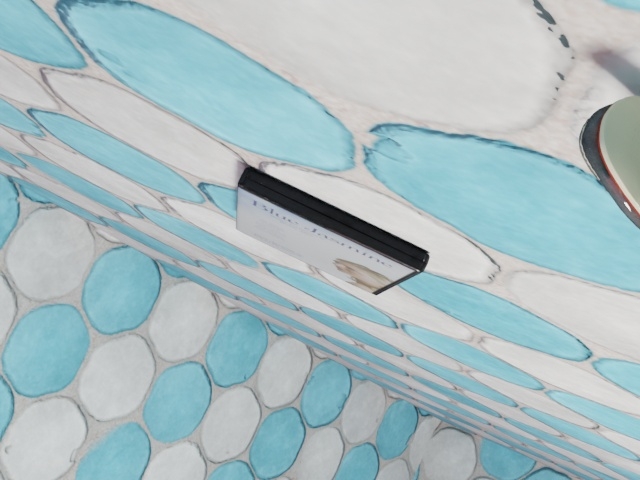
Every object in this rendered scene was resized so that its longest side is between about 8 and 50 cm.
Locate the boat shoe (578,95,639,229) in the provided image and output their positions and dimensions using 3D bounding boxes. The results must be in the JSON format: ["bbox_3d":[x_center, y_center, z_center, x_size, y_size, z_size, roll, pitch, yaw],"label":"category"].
[{"bbox_3d":[0.150,-0.017,0.378,0.137,0.049,0.043,26,174,-31],"label":"boat shoe"}]

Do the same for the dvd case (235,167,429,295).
[{"bbox_3d":[0.000,0.000,0.904,0.180,0.022,0.253,26,170,-2],"label":"dvd case"}]
